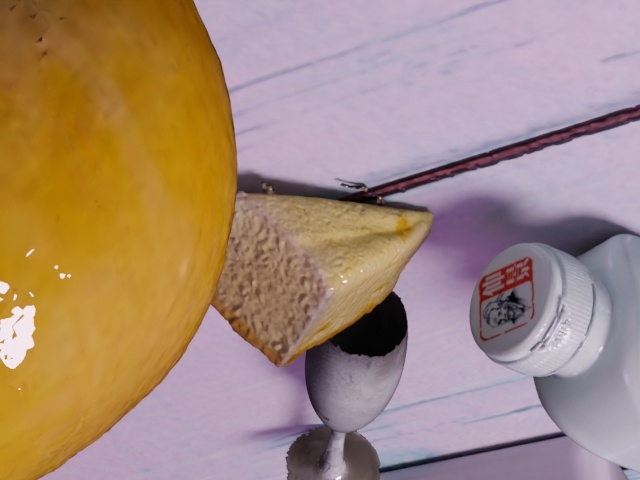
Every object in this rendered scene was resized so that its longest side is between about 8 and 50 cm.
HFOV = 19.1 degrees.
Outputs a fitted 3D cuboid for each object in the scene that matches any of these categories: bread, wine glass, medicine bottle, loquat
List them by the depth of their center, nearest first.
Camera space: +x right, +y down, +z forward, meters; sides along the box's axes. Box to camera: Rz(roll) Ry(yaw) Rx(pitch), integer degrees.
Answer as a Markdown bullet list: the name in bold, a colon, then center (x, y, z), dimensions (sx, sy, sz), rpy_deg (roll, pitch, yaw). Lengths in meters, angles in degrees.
- **loquat**: center (-0.168, -0.017, 0.738), dimensions (0.274, 0.275, 0.275), rpy_deg (-2, 149, -1)
- **bread**: center (0.000, 0.000, 1.004), dimensions (0.109, 0.080, 0.084), rpy_deg (-32, 164, -42)
- **medicine bottle**: center (0.182, 0.065, 1.033), dimensions (0.229, 0.121, 0.083), rpy_deg (23, 142, -35)
- **wine glass**: center (0.017, 0.093, 1.130), dimensions (0.066, 0.066, 0.198), rpy_deg (1, 147, -6)

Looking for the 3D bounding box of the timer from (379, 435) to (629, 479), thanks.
- **timer**: center (0.132, 0.267, 1.297), dimensions (0.192, 0.195, 0.194), rpy_deg (-14, 148, 18)
